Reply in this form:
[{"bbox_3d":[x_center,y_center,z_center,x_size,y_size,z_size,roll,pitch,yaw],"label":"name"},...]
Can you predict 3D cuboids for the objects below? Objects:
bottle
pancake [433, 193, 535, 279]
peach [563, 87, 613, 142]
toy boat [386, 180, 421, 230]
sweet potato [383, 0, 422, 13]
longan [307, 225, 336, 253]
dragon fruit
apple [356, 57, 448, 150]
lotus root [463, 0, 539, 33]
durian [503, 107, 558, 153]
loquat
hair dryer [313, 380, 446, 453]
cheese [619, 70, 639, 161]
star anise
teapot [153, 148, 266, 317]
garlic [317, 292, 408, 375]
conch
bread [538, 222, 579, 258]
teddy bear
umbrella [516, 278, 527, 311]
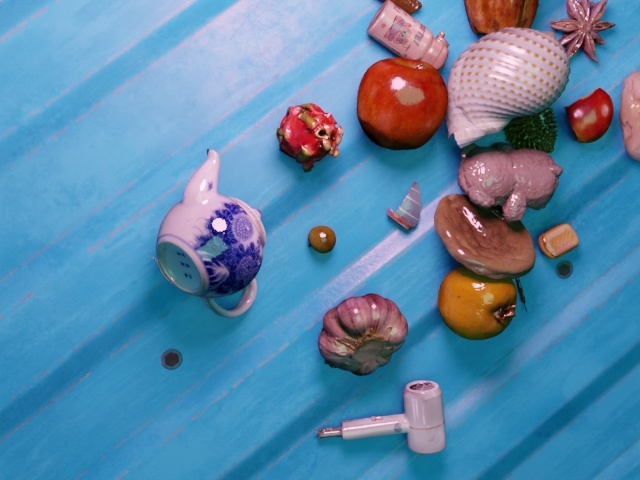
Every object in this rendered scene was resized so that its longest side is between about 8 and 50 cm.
[{"bbox_3d":[0.230,-0.511,1.588,0.209,0.097,0.110,30,115,-15],"label":"bottle"},{"bbox_3d":[0.431,-0.011,1.631,0.295,0.294,0.049,17,136,-13],"label":"pancake"},{"bbox_3d":[0.736,-0.336,1.714,0.118,0.151,0.151,-13,103,35],"label":"peach"},{"bbox_3d":[0.240,-0.094,1.673,0.096,0.034,0.122,36,87,-19],"label":"toy boat"},{"bbox_3d":[0.148,-0.675,1.561,0.286,0.085,0.112,44,82,-13],"label":"sweet potato"},{"bbox_3d":[0.000,0.000,1.623,0.083,0.075,0.075,-33,106,36],"label":"longan"},{"bbox_3d":[-0.024,-0.250,1.529,0.160,0.172,0.166,-14,100,-10],"label":"dragon fruit"},{"bbox_3d":[0.196,-0.334,1.551,0.230,0.230,0.229,-1,97,-12],"label":"apple"},{"bbox_3d":[0.453,-0.657,1.592,0.193,0.193,0.290,0,99,-12],"label":"lotus root"},{"bbox_3d":[0.562,-0.327,1.683,0.137,0.095,0.220,-19,96,-9],"label":"durian"},{"bbox_3d":[0.411,0.158,1.651,0.208,0.208,0.208,-1,97,-12],"label":"loquat"},{"bbox_3d":[0.157,0.491,1.700,0.357,0.107,0.173,-7,95,-5],"label":"hair dryer"},{"bbox_3d":[0.930,-0.318,1.703,0.174,0.251,0.247,-5,113,-10],"label":"cheese"},{"bbox_3d":[0.699,-0.568,1.700,0.195,0.065,0.182,6,100,-16],"label":"star anise"},{"bbox_3d":[-0.236,-0.002,1.496,0.280,0.252,0.423,-40,128,-42],"label":"teapot"},{"bbox_3d":[0.105,0.228,1.623,0.245,0.160,0.245,-8,132,-9],"label":"garlic"},{"bbox_3d":[0.424,-0.392,1.531,0.319,0.303,0.215,-29,109,0],"label":"conch"},{"bbox_3d":[0.659,0.005,1.759,0.115,0.056,0.082,-30,83,-19],"label":"bread"},{"bbox_3d":[0.487,-0.160,1.646,0.267,0.151,0.236,-5,66,-9],"label":"teddy bear"},{"bbox_3d":[0.564,0.142,1.777,0.013,0.022,0.122,-15,89,16],"label":"umbrella"}]
